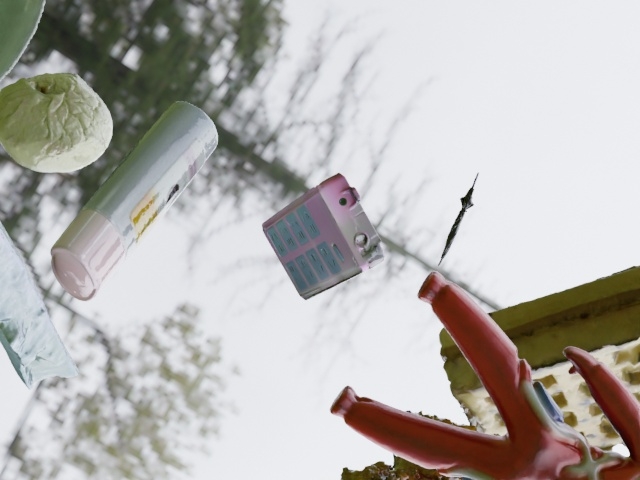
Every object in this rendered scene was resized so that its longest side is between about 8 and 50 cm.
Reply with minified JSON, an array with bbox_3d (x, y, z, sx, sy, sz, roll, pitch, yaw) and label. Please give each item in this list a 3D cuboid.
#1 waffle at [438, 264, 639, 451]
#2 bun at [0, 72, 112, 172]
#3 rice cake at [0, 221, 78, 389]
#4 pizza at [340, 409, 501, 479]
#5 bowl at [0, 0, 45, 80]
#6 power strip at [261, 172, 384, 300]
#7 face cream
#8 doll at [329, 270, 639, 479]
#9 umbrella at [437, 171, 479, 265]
[{"bbox_3d":[0.362,0.160,1.921,0.376,0.261,0.114,-18,-133,11],"label":"waffle"},{"bbox_3d":[-0.256,-0.120,1.483,0.115,0.115,0.069,-82,-175,-45],"label":"bun"},{"bbox_3d":[-0.150,0.020,0.716,0.030,0.180,0.042,-31,-121,-11],"label":"rice cake"},{"bbox_3d":[0.117,0.297,1.801,0.305,0.161,0.085,-33,-171,-39],"label":"pizza"},{"bbox_3d":[-0.378,-0.220,1.185,0.146,0.313,0.313,-13,-131,62],"label":"bowl"},{"bbox_3d":[0.000,0.000,1.748,0.037,0.109,0.279,-29,179,-18],"label":"power strip"},{"bbox_3d":[-0.166,-0.038,1.385,0.198,0.057,0.084,-56,164,-29],"label":"face cream"},{"bbox_3d":[0.202,0.196,1.287,0.188,0.384,0.099,-51,176,8],"label":"doll"},{"bbox_3d":[0.190,-0.029,2.110,0.022,0.022,0.149,-57,170,-63],"label":"umbrella"}]
